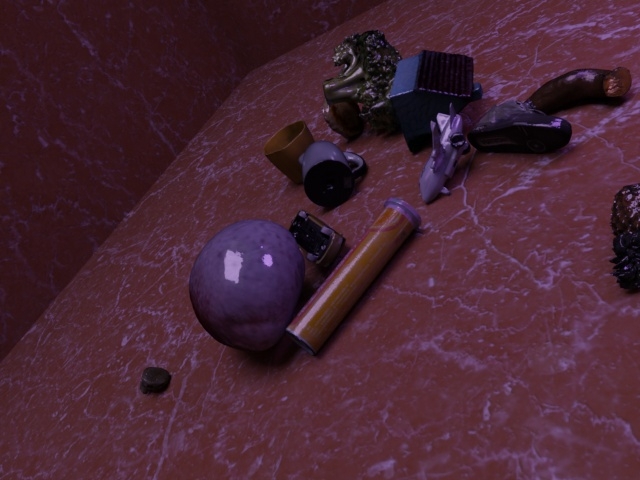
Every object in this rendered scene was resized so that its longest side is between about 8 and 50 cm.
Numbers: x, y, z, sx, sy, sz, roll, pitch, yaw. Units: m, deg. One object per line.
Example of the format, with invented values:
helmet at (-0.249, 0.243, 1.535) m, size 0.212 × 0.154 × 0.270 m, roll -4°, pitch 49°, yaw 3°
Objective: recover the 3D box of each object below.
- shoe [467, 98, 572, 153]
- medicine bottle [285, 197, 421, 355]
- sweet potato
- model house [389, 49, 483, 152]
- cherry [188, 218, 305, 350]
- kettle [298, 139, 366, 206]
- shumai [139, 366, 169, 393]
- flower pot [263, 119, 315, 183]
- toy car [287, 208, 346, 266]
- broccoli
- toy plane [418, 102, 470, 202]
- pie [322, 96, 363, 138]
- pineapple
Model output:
shoe at (0.515, -0.306, 1.277) m, size 0.149 × 0.109 × 0.293 m, roll -56°, pitch 29°, yaw -13°
medicine bottle at (0.083, 0.082, 1.222) m, size 0.426 × 0.108 × 0.108 m, roll -50°, pitch 32°, yaw -18°
sweet potato at (0.629, -0.377, 1.288) m, size 0.285 × 0.085 × 0.112 m, roll -6°, pitch 47°, yaw 43°
model house at (0.374, -0.449, 1.551) m, size 0.248 × 0.230 × 0.281 m, roll -8°, pitch 43°, yaw 26°
cherry at (-0.173, 0.106, 1.277) m, size 0.327 × 0.291 × 0.335 m, roll -59°, pitch 21°, yaw -4°
kettle at (0.044, -0.236, 1.675) m, size 0.221 × 0.161 × 0.236 m, roll -7°, pitch 30°, yaw -3°
shumai at (-0.477, 0.406, 1.432) m, size 0.081 × 0.082 × 0.083 m, roll -66°, pitch -11°, yaw 20°
flower pot at (-0.088, -0.320, 1.883) m, size 0.195 × 0.179 × 0.195 m, roll -27°, pitch 33°, yaw 19°
toy car at (0.000, 0.000, 1.400) m, size 0.101 × 0.124 × 0.256 m, roll -61°, pitch 30°, yaw 6°
broccoli at (0.175, -0.564, 1.792) m, size 0.277 × 0.317 × 0.339 m, roll 9°, pitch -85°, yaw -85°
toy plane at (0.328, -0.221, 1.338) m, size 0.101 × 0.251 × 0.256 m, roll 16°, pitch 91°, yaw 26°
pie at (0.089, -0.488, 1.927) m, size 0.084 × 0.179 × 0.205 m, roll -20°, pitch 40°, yaw 37°
pineapple at (0.547, -0.005, 0.866) m, size 0.108 × 0.108 × 0.198 m, roll 0°, pitch 59°, yaw 47°
